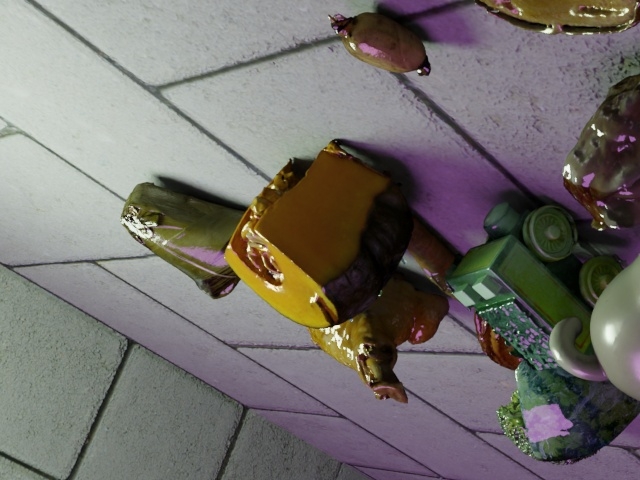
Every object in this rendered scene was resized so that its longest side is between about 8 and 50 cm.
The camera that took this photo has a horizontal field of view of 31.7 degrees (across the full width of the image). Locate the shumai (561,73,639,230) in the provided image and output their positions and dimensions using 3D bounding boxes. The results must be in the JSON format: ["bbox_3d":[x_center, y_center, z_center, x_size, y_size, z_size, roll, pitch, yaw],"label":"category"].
[{"bbox_3d":[0.388,-0.091,1.300,0.184,0.185,0.218,37,159,1],"label":"shumai"}]

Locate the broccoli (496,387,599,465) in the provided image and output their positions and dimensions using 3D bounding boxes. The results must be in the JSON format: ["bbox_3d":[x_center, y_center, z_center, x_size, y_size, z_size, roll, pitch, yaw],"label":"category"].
[{"bbox_3d":[0.510,0.398,2.447,0.226,0.198,0.176,-18,107,19],"label":"broccoli"}]

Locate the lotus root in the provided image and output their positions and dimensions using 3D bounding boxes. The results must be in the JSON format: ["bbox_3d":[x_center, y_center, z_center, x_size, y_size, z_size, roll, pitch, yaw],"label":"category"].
[{"bbox_3d":[0.075,-0.251,1.423,0.152,0.063,0.072,21,-173,-18],"label":"lotus root"}]

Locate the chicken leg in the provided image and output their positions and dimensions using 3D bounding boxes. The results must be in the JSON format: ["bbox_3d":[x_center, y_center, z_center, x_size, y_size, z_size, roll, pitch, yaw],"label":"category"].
[{"bbox_3d":[0.122,0.165,2.139,0.295,0.182,0.409,-2,-153,-14],"label":"chicken leg"}]

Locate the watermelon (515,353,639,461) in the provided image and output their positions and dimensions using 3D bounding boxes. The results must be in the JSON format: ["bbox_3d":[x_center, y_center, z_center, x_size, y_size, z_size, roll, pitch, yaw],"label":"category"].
[{"bbox_3d":[0.436,0.223,1.892,0.224,0.305,0.180,23,162,-1],"label":"watermelon"}]

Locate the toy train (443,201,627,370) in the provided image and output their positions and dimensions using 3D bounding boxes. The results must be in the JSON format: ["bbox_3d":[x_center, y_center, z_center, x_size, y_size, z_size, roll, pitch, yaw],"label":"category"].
[{"bbox_3d":[0.339,0.070,1.740,0.271,0.188,0.159,44,155,-11],"label":"toy train"}]

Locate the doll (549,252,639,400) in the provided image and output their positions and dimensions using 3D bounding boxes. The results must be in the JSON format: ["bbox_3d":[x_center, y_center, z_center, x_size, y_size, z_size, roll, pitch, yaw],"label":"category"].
[{"bbox_3d":[0.499,0.075,1.521,0.226,0.215,0.370,8,136,-22],"label":"doll"}]

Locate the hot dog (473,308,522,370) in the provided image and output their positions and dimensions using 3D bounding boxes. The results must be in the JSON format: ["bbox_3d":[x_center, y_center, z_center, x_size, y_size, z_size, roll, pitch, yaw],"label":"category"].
[{"bbox_3d":[0.333,0.129,1.958,0.114,0.175,0.259,-13,145,27],"label":"hot dog"}]

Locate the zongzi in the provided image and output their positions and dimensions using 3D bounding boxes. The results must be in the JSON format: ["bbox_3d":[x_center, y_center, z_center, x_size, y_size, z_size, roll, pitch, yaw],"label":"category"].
[{"bbox_3d":[-0.211,-0.040,2.168,0.274,0.145,0.300,37,138,-23],"label":"zongzi"}]

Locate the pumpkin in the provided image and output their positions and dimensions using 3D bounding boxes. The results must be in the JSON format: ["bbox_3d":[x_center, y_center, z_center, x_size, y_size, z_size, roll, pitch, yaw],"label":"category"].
[{"bbox_3d":[0.000,0.000,1.848,0.256,0.225,0.303,46,160,-7],"label":"pumpkin"}]

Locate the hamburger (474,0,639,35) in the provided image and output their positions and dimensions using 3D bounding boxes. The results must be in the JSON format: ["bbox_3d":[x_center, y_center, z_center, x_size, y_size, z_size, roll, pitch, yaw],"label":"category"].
[{"bbox_3d":[0.235,-0.282,1.069,0.211,0.132,0.309,33,170,-34],"label":"hamburger"}]

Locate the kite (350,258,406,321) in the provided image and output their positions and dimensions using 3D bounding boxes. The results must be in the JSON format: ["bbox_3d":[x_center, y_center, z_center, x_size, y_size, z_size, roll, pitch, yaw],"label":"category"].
[{"bbox_3d":[0.077,0.045,2.072,0.010,0.183,0.160,17,-149,-45],"label":"kite"}]

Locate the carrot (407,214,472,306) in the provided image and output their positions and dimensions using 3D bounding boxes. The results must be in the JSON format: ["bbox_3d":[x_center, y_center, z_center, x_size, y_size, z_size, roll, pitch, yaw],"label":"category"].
[{"bbox_3d":[0.190,0.022,1.984,0.070,0.070,0.342,0,149,44],"label":"carrot"}]
